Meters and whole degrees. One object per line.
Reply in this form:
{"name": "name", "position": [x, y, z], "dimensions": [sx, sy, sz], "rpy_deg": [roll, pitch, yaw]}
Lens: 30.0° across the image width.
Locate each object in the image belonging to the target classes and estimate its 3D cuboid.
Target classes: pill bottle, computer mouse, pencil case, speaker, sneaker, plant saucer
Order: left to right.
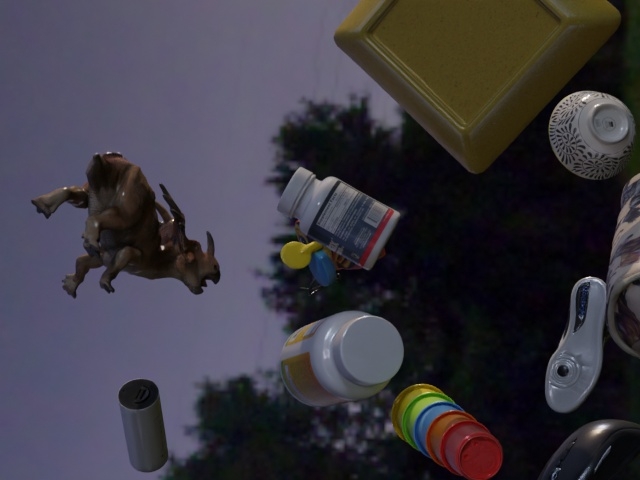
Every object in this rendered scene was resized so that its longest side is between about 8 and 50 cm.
{"name": "speaker", "position": [-0.233, 0.245, 1.582], "dimensions": [0.055, 0.055, 0.136], "rpy_deg": [-79, -8, -46]}
{"name": "pill bottle", "position": [0.027, -0.039, 1.912], "dimensions": [0.108, 0.180, 0.108], "rpy_deg": [-60, -4, -7]}
{"name": "pill bottle", "position": [0.035, 0.182, 1.842], "dimensions": [0.246, 0.136, 0.136], "rpy_deg": [150, 126, -67]}
{"name": "plant saucer", "position": [0.222, -0.323, 1.818], "dimensions": [0.333, 0.333, 0.081], "rpy_deg": [-48, -9, 20]}
{"name": "computer mouse", "position": [0.351, 0.313, 1.593], "dimensions": [0.060, 0.262, 0.184], "rpy_deg": [59, 162, -11]}
{"name": "sneaker", "position": [0.415, 0.175, 1.870], "dimensions": [0.121, 0.079, 0.216], "rpy_deg": [41, -115, -63]}
{"name": "pencil case", "position": [0.506, 0.028, 1.706], "dimensions": [0.160, 0.183, 0.410], "rpy_deg": [-43, 7, 30]}

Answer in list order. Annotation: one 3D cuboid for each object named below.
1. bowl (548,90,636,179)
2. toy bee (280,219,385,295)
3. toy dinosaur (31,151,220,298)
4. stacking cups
{"name": "bowl", "position": [0.506, -0.202, 2.157], "dimensions": [0.080, 0.170, 0.170], "rpy_deg": [132, 143, -73]}
{"name": "toy bee", "position": [0.000, 0.000, 2.118], "dimensions": [0.195, 0.298, 0.162], "rpy_deg": [-26, -92, -44]}
{"name": "toy dinosaur", "position": [-0.252, -0.035, 1.576], "dimensions": [0.200, 0.127, 0.295], "rpy_deg": [-43, -41, -31]}
{"name": "stacking cups", "position": [0.182, 0.272, 1.652], "dimensions": [0.316, 0.096, 0.096], "rpy_deg": [-163, 74, -78]}
